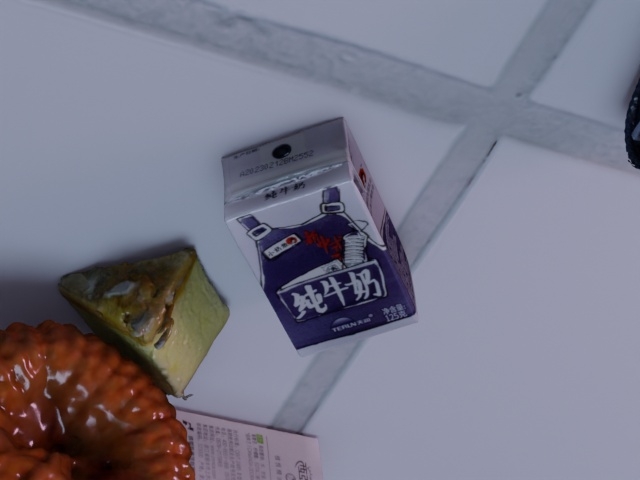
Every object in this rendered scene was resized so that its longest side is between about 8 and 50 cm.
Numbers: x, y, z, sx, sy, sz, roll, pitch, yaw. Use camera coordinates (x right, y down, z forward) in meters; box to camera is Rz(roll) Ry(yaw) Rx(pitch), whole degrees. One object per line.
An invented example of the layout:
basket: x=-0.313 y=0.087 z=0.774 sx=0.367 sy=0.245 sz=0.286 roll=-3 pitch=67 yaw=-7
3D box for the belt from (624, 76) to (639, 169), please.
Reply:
belt: x=0.378 y=-0.150 z=1.340 sx=0.129 sy=0.122 sz=0.218 roll=6 pitch=132 yaw=-18

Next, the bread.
bread: x=-0.187 y=0.077 z=1.526 sx=0.152 sy=0.127 sz=0.147 roll=11 pitch=145 yaw=29

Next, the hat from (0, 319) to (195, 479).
hat: x=-0.326 y=0.279 z=1.525 sx=0.285 sy=0.285 sz=0.400 roll=18 pitch=139 yaw=-24

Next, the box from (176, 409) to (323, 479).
box: x=-0.095 y=0.338 z=1.656 sx=0.195 sy=0.260 sz=0.111 roll=16 pitch=129 yaw=-21

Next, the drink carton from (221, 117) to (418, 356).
drink carton: x=0.001 y=-0.001 z=1.451 sx=0.134 sy=0.101 sz=0.222 roll=-16 pitch=133 yaw=11
